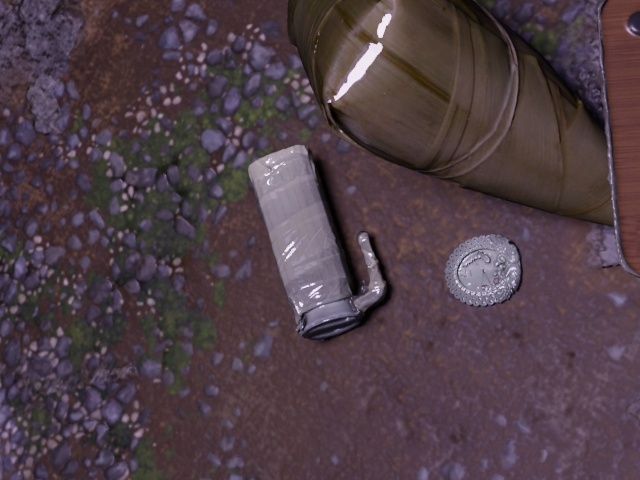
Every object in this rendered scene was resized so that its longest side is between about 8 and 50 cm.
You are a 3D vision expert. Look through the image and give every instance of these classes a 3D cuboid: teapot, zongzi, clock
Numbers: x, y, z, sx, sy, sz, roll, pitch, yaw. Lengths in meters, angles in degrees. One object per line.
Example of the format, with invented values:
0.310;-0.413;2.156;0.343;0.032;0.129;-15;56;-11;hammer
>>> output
0.000;0.000;1.415;0.107;0.077;0.200;-18;71;2;teapot
0.132;-0.176;1.382;0.181;0.418;0.447;-56;22;17;zongzi
0.166;0.031;1.358;0.083;0.010;0.074;-12;75;25;clock

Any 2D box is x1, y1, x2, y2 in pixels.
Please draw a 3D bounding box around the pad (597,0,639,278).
0.405;-0.109;1.212;0.286;0.018;0.284;-4;78;6;pad
